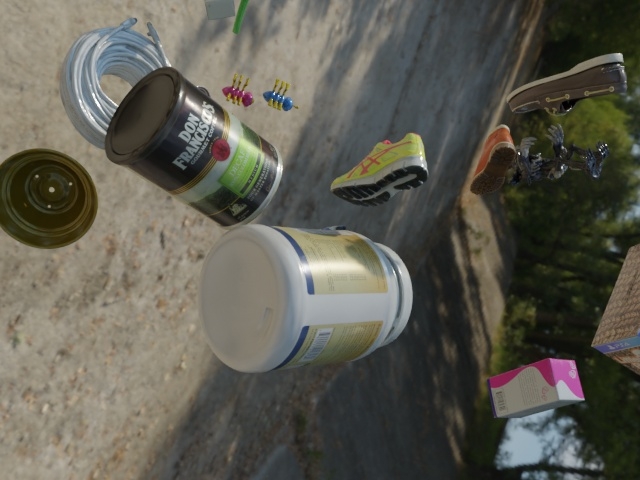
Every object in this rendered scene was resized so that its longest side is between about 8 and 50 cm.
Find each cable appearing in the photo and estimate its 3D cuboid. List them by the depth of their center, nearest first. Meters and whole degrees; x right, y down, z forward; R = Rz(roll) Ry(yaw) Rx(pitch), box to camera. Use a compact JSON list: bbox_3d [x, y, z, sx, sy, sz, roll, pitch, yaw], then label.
[{"bbox_3d":[-0.404,-0.303,1.522,0.257,0.089,0.257,-35,104,-43],"label":"cable"}]

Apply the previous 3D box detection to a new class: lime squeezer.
[{"bbox_3d":[-0.117,-0.588,1.595,0.310,0.059,0.110,-53,180,7],"label":"lime squeezer"}]

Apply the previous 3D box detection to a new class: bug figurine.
[{"bbox_3d":[-0.190,-0.325,2.052,0.278,0.216,0.072,-70,-167,-18],"label":"bug figurine"}]

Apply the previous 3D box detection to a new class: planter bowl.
[{"bbox_3d":[-0.576,-0.097,1.589,0.090,0.217,0.217,-112,-144,-70],"label":"planter bowl"}]

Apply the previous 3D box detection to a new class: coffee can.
[{"bbox_3d":[-0.235,-0.169,1.428,0.275,0.202,0.201,34,73,-41],"label":"coffee can"}]

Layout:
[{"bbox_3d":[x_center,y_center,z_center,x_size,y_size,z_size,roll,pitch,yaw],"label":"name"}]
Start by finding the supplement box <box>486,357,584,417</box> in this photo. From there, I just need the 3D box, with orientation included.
[{"bbox_3d":[0.569,0.396,1.998,0.220,0.114,0.111,-34,-125,48],"label":"supplement box"}]

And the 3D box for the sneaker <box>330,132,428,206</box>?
[{"bbox_3d":[0.103,-0.124,1.301,0.081,0.209,0.094,27,59,-40],"label":"sneaker"}]

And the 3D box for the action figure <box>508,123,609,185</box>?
[{"bbox_3d":[0.570,-0.213,1.883,0.164,0.276,0.140,-35,115,-36],"label":"action figure"}]

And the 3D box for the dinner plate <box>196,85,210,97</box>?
[{"bbox_3d":[-0.341,-0.345,1.989,0.141,0.017,0.141,-48,157,-29],"label":"dinner plate"}]

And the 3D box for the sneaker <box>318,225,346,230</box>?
[{"bbox_3d":[0.000,0.000,1.775,0.211,0.081,0.080,-14,115,-66],"label":"sneaker"}]

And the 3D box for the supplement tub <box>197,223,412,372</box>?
[{"bbox_3d":[-0.017,0.093,1.237,0.316,0.228,0.228,4,108,-47],"label":"supplement tub"}]

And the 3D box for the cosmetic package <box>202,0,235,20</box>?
[{"bbox_3d":[-0.213,-0.499,1.542,0.115,0.060,0.041,-108,-171,-46],"label":"cosmetic package"}]

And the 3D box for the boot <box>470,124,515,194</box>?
[{"bbox_3d":[0.349,-0.162,1.530,0.158,0.059,0.084,113,-16,-49],"label":"boot"}]

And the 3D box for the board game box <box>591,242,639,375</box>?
[{"bbox_3d":[0.694,0.161,1.385,0.232,0.291,0.141,-59,-177,-21],"label":"board game box"}]

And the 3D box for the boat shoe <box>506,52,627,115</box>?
[{"bbox_3d":[0.615,-0.371,1.898,0.117,0.324,0.096,-9,86,-43],"label":"boat shoe"}]
